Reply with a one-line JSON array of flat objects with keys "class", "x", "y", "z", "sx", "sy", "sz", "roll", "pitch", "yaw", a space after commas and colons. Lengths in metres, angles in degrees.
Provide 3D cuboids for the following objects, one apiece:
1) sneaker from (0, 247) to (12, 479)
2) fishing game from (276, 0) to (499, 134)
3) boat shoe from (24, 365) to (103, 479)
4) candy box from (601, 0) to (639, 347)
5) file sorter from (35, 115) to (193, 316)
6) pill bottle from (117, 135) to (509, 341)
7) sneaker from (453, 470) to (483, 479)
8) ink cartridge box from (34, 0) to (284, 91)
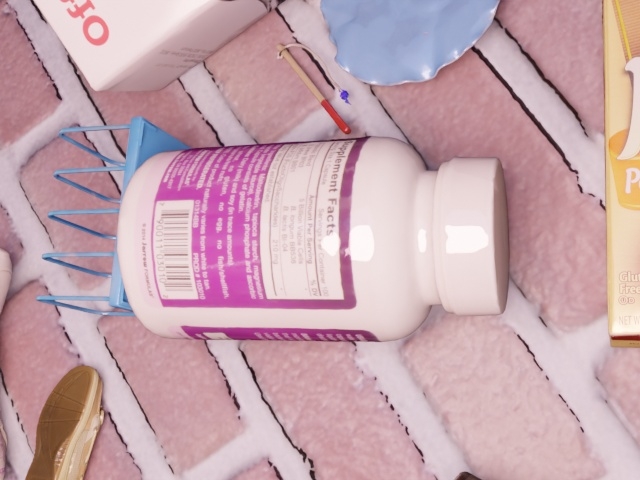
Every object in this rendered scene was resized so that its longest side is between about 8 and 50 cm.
[{"class": "sneaker", "x": -0.354, "y": 0.156, "z": 0.828, "sx": 0.152, "sy": 0.114, "sz": 0.305, "roll": 22, "pitch": 89, "yaw": 8}, {"class": "fishing game", "x": 0.084, "y": -0.230, "z": 0.799, "sx": 0.264, "sy": 0.041, "sz": 0.189, "roll": -43, "pitch": 61, "yaw": 11}, {"class": "boat shoe", "x": -0.240, "y": 0.197, "z": 0.805, "sx": 0.056, "sy": 0.048, "sz": 0.153, "roll": 1, "pitch": 71, "yaw": 31}, {"class": "candy box", "x": 0.318, "y": -0.074, "z": 0.657, "sx": 0.182, "sy": 0.087, "sz": 0.317, "roll": -1, "pitch": 77, "yaw": 18}, {"class": "file sorter", "x": -0.190, "y": -0.014, "z": 0.796, "sx": 0.104, "sy": 0.118, "sz": 0.170, "roll": -1, "pitch": 77, "yaw": 22}, {"class": "pill bottle", "x": 0.000, "y": 0.000, "z": 0.701, "sx": 0.301, "sy": 0.169, "sz": 0.169, "roll": -1, "pitch": 77, "yaw": 17}, {"class": "sneaker", "x": 0.222, "y": 0.224, "z": 0.574, "sx": 0.447, "sy": 0.169, "sz": 0.257, "roll": -45, "pitch": 70, "yaw": 6}, {"class": "ink cartridge box", "x": -0.105, "y": -0.358, "z": 0.755, "sx": 0.395, "sy": 0.166, "sz": 0.285, "roll": -33, "pitch": 93, "yaw": 15}]
